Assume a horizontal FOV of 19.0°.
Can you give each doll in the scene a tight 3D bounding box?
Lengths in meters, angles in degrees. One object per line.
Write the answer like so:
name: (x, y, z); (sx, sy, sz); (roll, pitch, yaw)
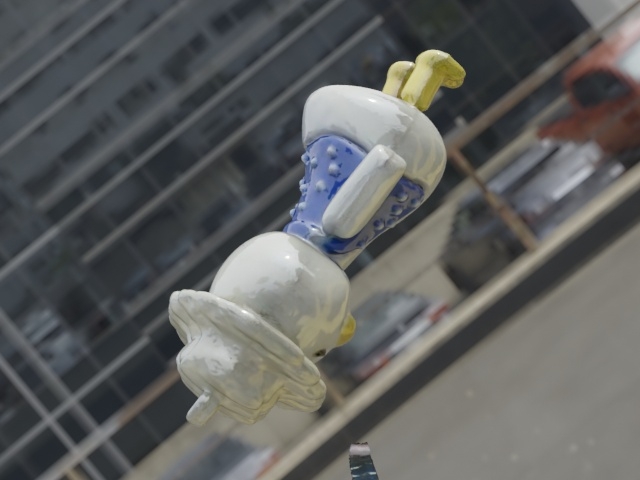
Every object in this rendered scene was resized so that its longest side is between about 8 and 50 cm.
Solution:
doll: (0.000, 0.000, 1.226); (0.293, 0.119, 0.138); (-56, 11, -22)

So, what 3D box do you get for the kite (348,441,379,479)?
kite: (0.004, 0.263, 0.916); (0.169, 0.310, 0.015); (-18, -8, -2)
